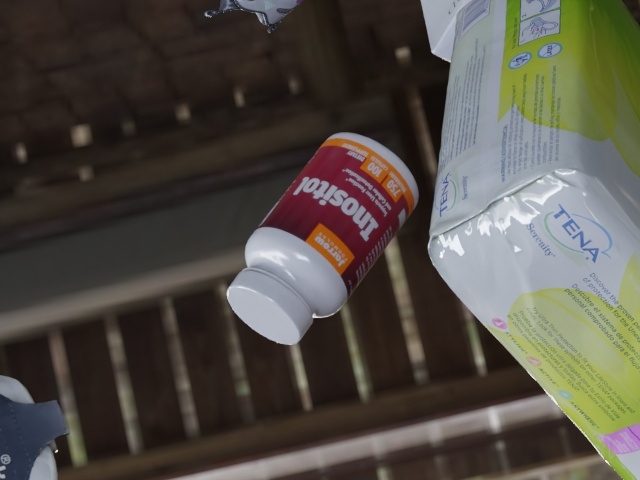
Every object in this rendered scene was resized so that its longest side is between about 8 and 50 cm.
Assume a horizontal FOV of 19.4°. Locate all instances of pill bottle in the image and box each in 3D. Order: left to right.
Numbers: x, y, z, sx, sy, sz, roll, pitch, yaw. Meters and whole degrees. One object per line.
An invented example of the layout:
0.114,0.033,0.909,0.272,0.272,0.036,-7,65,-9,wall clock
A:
0.000,0.000,1.380,0.152,0.086,0.086,-53,-172,-25,pill bottle

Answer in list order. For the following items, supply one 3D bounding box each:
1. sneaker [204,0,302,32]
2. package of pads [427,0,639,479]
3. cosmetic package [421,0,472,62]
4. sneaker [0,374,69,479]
-0.055,-0.172,1.187,0.069,0.098,0.038,-49,-165,-3,sneaker
0.178,0.014,1.028,0.101,0.229,0.296,-29,120,28,package of pads
0.126,-0.203,1.275,0.085,0.231,0.117,26,115,-15,cosmetic package
-0.182,0.094,0.739,0.153,0.094,0.235,-22,164,13,sneaker
